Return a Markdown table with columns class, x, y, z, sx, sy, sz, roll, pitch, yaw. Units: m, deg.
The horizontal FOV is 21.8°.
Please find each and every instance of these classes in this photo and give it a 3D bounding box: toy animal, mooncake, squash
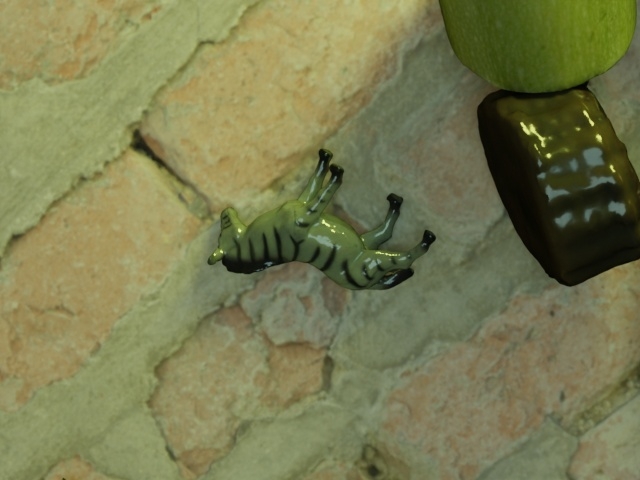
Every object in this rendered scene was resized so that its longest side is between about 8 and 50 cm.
| class | x | y | z | sx | sy | sz | roll | pitch | yaw |
| --- | --- | --- | --- | --- | --- | --- | --- | --- | --- |
| toy animal | -0.001 | 0.001 | 1.845 | 0.217 | 0.073 | 0.176 | 32 | 103 | -5 |
| mooncake | 0.259 | -0.067 | 1.742 | 0.124 | 0.228 | 0.228 | -22 | 94 | -2 |
| squash | 0.226 | -0.259 | 1.740 | 0.220 | 0.220 | 0.133 | -14 | 117 | 6 |

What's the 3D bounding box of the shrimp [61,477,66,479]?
| class | x | y | z | sx | sy | sz | roll | pitch | yaw |
| --- | --- | --- | --- | --- | --- | --- | --- | --- | --- |
| shrimp | -0.230 | 0.318 | 1.918 | 0.161 | 0.034 | 0.091 | 44 | 86 | -8 |
